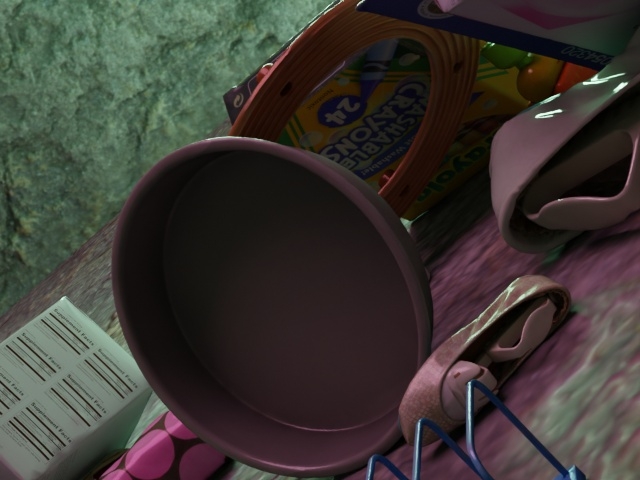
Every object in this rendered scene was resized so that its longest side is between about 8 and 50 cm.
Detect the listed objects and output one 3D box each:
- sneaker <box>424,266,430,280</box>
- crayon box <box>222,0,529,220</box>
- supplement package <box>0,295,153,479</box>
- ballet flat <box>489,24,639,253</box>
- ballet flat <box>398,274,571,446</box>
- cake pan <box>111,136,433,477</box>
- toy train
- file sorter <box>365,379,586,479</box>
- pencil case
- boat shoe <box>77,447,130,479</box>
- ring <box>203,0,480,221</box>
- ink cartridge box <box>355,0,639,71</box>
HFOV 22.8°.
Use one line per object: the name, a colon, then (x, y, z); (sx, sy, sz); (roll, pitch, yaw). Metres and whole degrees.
sneaker: (0.034, 0.054, 1.493); (0.152, 0.084, 0.058); (-51, 14, -29)
crayon box: (0.087, -0.129, 1.629); (0.203, 0.323, 0.083); (-38, 55, 28)
supplement package: (-0.321, 0.209, 1.763); (0.203, 0.149, 0.194); (-39, -14, -40)
ballet flat: (0.266, -0.092, 1.199); (0.400, 0.139, 0.139); (-35, 14, 51)
ballet flat: (0.122, 0.087, 1.178); (0.168, 0.057, 0.052); (-48, 22, -16)
cake pan: (-0.035, 0.050, 1.281); (0.293, 0.293, 0.054); (-35, 1, 36)
toy train: (0.203, -0.141, 1.463); (0.105, 0.143, 0.248); (-35, 15, 36)
file sorter: (0.061, 0.181, 0.936); (0.170, 0.104, 0.118); (-40, 12, 18)
pencil case: (-0.179, 0.244, 1.547); (0.209, 0.095, 0.098); (-43, -4, -7)
boat shoe: (-0.247, 0.275, 1.740); (0.135, 0.050, 0.045); (-52, 9, -33)
ring: (0.019, -0.092, 1.428); (0.336, 0.032, 0.336); (-36, -31, -26)
ink cartridge box: (0.253, -0.202, 1.214); (0.330, 0.324, 0.071); (-34, 59, 43)
